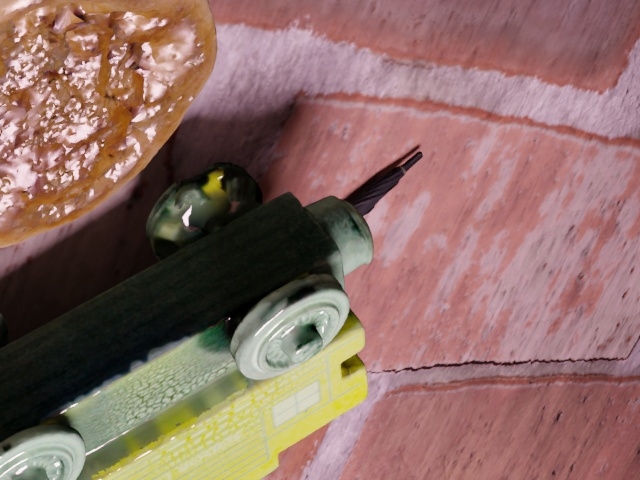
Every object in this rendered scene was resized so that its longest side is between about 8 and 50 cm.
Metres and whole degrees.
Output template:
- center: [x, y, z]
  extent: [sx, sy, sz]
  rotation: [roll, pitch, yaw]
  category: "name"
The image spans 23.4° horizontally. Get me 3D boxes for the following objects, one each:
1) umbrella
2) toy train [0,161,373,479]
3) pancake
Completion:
- center: [0.003, 0.005, 1.440]
  extent: [0.269, 0.044, 0.044]
  rotation: [-37, -174, -19]
  category: "umbrella"
- center: [-0.148, 0.125, 1.255]
  extent: [0.442, 0.179, 0.272]
  rotation: [-29, 147, -17]
  category: "toy train"
- center: [-0.193, -0.099, 1.101]
  extent: [0.282, 0.049, 0.282]
  rotation: [-28, 149, -19]
  category: "pancake"
